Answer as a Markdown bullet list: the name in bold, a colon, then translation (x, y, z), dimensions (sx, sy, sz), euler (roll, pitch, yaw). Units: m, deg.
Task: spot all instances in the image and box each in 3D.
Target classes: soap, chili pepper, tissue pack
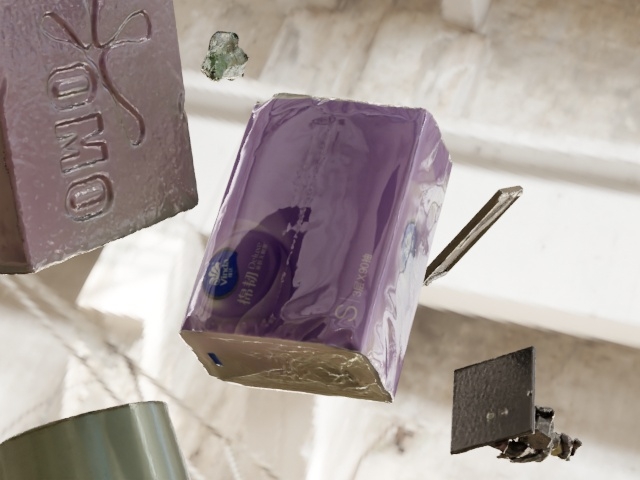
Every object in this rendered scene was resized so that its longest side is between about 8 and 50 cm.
- **soap**: translation (-0.255, -0.141, 1.323), dimensions (0.107, 0.285, 0.296), euler (2, -72, 31)
- **chili pepper**: translation (-0.159, -0.282, 2.125), dimensions (0.059, 0.227, 0.088), euler (-24, -76, 9)
- **tissue pack**: translation (0.000, 0.000, 1.548), dimensions (0.242, 0.338, 0.160), euler (4, -29, 21)

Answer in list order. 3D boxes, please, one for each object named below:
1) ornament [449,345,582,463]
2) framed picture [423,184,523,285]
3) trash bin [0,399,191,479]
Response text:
- **ornament**: translation (0.323, 0.298, 2.072), dimensions (0.153, 0.166, 0.196), euler (-24, -47, 37)
- **framed picture**: translation (0.245, -0.008, 2.136), dimensions (0.019, 0.209, 0.281), euler (43, 11, 8)
- **trash bin**: translation (-0.257, 0.448, 1.697), dimensions (0.280, 0.432, 0.280), euler (-16, -13, -4)
